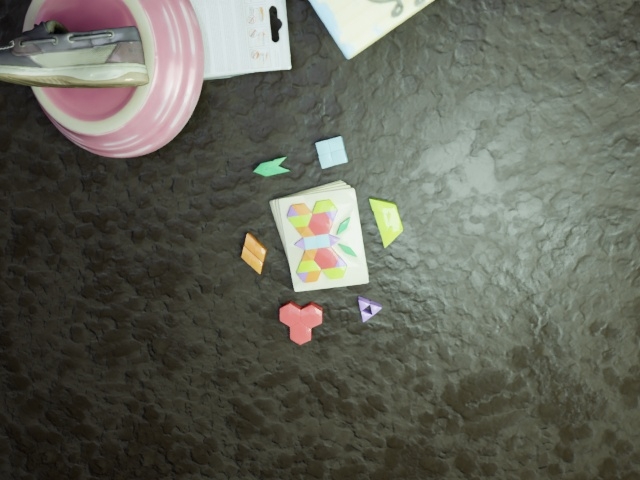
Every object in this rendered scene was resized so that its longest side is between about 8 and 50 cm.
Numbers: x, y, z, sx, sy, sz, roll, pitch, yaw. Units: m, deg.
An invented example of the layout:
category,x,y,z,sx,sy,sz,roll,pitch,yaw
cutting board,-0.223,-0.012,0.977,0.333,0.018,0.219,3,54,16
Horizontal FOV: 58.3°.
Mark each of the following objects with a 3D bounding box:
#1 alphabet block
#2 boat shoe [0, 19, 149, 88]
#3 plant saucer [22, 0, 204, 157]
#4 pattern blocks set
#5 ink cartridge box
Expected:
category,x,y,z,sx,sy,sz,roll,pitch,yaw
alphabet block,0.063,-0.394,0.786,0.197,0.193,0.192,-33,114,14
boat shoe,-0.389,-0.276,0.848,0.285,0.103,0.093,5,98,13
plant saucer,-0.352,-0.298,0.925,0.331,0.084,0.333,4,104,17
pattern blocks set,0.000,0.000,0.988,0.285,0.026,0.325,-23,97,13
ink cartridge box,-0.139,-0.342,0.931,0.179,0.045,0.146,-4,102,5
